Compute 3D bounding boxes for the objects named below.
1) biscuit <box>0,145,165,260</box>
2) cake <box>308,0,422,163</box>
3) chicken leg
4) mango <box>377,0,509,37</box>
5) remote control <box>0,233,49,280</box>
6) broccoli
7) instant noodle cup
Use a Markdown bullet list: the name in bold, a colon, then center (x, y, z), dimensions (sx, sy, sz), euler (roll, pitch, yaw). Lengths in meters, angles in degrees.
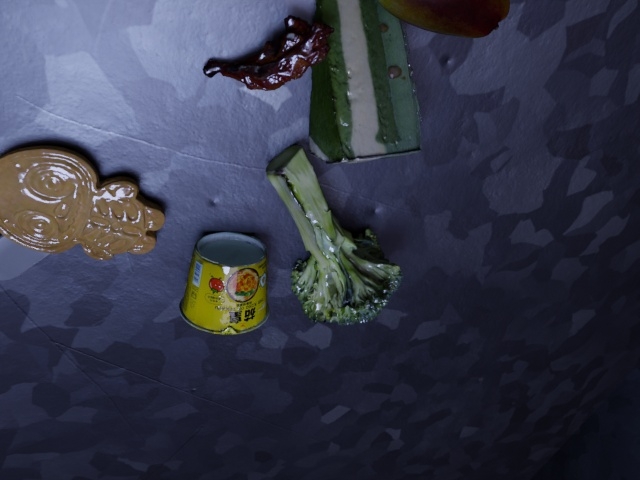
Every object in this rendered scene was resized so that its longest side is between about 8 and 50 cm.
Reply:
- **biscuit**: center (-0.420, -0.050, 0.805), dimensions (0.288, 0.044, 0.202), euler (24, 113, -28)
- **cake**: center (0.055, -0.273, 0.812), dimensions (0.158, 0.172, 0.284), euler (-10, 94, -17)
- **chicken leg**: center (-0.078, -0.282, 0.729), dimensions (0.219, 0.048, 0.090), euler (-21, 93, 19)
- **mango**: center (0.175, -0.394, 0.715), dimensions (0.267, 0.111, 0.133), euler (6, 98, -25)
- **remote control**: center (-0.514, -0.006, 0.844), dimensions (0.245, 0.022, 0.077), euler (-33, 126, 6)
- **broccoli**: center (0.000, -0.007, 0.934), dimensions (0.221, 0.252, 0.361), euler (-29, 94, -1)
- **instant noodle cup**: center (-0.183, 0.076, 0.923), dimensions (0.182, 0.182, 0.144), euler (2, 116, -19)
